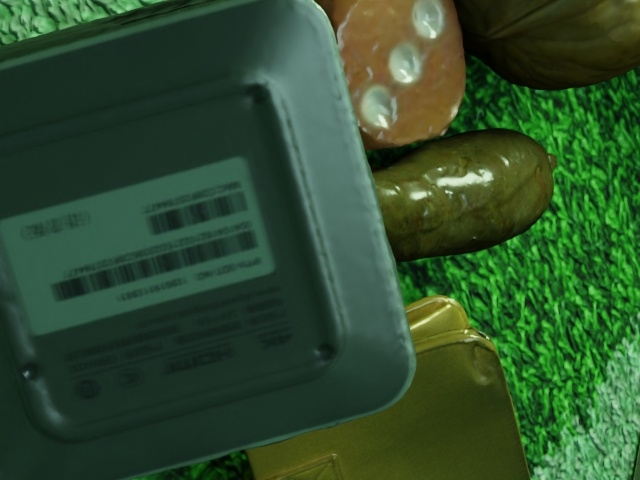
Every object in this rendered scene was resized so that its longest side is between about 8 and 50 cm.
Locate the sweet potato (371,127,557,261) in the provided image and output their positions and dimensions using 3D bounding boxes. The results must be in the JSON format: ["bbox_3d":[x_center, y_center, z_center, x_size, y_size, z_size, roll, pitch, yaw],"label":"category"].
[{"bbox_3d":[0.114,-0.044,1.632,0.423,0.130,0.130,-9,100,-50],"label":"sweet potato"}]

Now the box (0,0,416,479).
[{"bbox_3d":[-0.144,0.006,1.397,0.396,0.111,0.396,-16,107,0],"label":"box"}]

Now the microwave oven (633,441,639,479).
[{"bbox_3d":[0.541,0.410,2.030,0.218,0.286,0.354,22,75,-41],"label":"microwave oven"}]

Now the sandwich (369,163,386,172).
[{"bbox_3d":[0.001,0.009,1.658,0.160,0.109,0.184,-21,106,-59],"label":"sandwich"}]

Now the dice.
[{"bbox_3d":[0.024,-0.179,1.610,0.179,0.175,0.174,-12,102,-36],"label":"dice"}]

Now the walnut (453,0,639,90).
[{"bbox_3d":[0.255,-0.348,1.704,0.354,0.308,0.398,48,56,-18],"label":"walnut"}]

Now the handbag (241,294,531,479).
[{"bbox_3d":[0.065,0.266,1.642,0.283,0.133,0.401,-22,121,-13],"label":"handbag"}]
